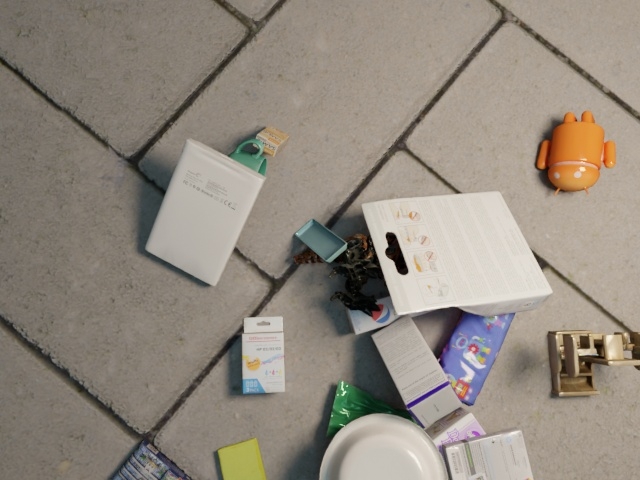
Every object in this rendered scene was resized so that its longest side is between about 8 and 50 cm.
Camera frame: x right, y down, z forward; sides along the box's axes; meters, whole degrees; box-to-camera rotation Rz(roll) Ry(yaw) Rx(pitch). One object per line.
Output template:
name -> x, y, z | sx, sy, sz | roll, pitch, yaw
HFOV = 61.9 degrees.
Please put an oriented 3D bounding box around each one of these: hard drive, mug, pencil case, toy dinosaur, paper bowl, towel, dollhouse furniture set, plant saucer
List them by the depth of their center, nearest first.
paper bowl -> 0.138, 0.530, 1.176 | 0.284, 0.148, 0.284 | -1, 71, 3
dollhouse furniture set -> 0.654, 0.301, 1.272 | 0.212, 0.242, 0.161 | -1, 83, -3
hard drive -> -0.284, -0.063, 1.295 | 0.203, 0.040, 0.308 | 28, 112, 1
towel -> -0.176, 0.613, 1.302 | 0.102, 0.021, 0.237 | -14, 83, -10
plant saucer -> 0.000, 0.000, 1.317 | 0.067, 0.192, 0.018 | -40, 123, -7
pencil case -> 0.376, 0.254, 1.325 | 0.133, 0.119, 0.306 | 27, 82, 14
toy dinosaur -> 0.103, 0.058, 1.326 | 0.321, 0.218, 0.164 | -18, 122, 23
mug -> -0.196, -0.173, 1.340 | 0.097, 0.129, 0.158 | 17, 84, 2

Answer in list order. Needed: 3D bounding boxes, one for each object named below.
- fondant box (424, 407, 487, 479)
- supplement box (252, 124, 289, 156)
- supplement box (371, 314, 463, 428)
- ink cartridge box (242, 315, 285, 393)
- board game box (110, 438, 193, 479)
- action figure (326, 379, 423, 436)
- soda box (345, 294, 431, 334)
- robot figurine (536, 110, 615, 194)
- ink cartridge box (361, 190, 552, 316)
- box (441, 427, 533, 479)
fondant box -> 0.290, 0.601, 1.289 | 0.330, 0.096, 0.238 | -35, 86, -8
supplement box -> -0.125, -0.257, 1.370 | 0.062, 0.098, 0.036 | 28, 119, 0
supplement box -> 0.221, 0.301, 1.248 | 0.114, 0.111, 0.220 | -32, 42, 4
ink cartridge box -> -0.141, 0.281, 1.321 | 0.104, 0.061, 0.181 | -2, 83, -4
board game box -> -0.416, 0.617, 1.266 | 0.194, 0.060, 0.194 | 39, 82, 2
action figure -> 0.141, 0.441, 1.316 | 0.232, 0.063, 0.137 | 14, 80, 3
soda box -> 0.176, 0.172, 1.346 | 0.216, 0.074, 0.069 | -16, 84, -5
robot figurine -> 0.669, -0.224, 1.395 | 0.158, 0.128, 0.220 | 11, 83, -2
ink cartridge box -> 0.307, 0.036, 1.269 | 0.384, 0.091, 0.308 | -6, 57, -14
box -> 0.390, 0.528, 1.238 | 0.186, 0.038, 0.145 | -12, 83, -4
